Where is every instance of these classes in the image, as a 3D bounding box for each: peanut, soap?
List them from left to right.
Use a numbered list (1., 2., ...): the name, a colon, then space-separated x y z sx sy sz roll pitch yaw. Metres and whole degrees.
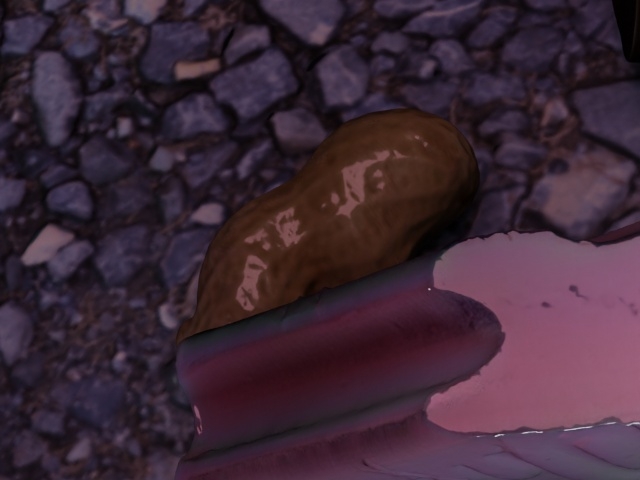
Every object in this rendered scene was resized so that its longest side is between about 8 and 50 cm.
1. peanut: 0.000 0.001 0.942 0.228 0.085 0.104 -37 62 -4
2. soap: 0.099 0.081 0.795 0.324 0.193 0.109 -22 60 35

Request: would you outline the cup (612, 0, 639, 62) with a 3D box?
1. cup: 0.314 -0.192 0.903 0.280 0.196 0.196 0 62 7
